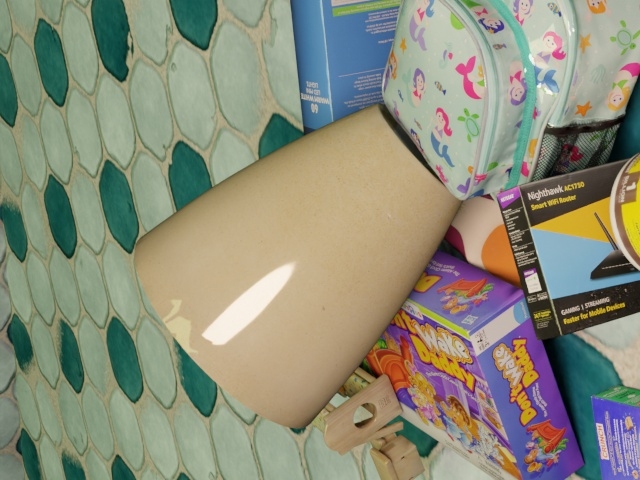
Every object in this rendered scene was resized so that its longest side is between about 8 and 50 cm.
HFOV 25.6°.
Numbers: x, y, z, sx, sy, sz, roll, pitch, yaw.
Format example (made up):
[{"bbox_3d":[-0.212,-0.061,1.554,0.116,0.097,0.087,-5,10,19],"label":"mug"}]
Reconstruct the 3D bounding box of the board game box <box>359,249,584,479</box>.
[{"bbox_3d":[0.123,0.115,1.557,0.347,0.078,0.233,28,146,55],"label":"board game box"}]

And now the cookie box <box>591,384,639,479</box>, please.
[{"bbox_3d":[0.314,0.194,1.355,0.107,0.040,0.092,8,109,61],"label":"cookie box"}]

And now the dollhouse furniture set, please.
[{"bbox_3d":[0.017,0.217,1.705,0.182,0.101,0.161,30,148,53],"label":"dollhouse furniture set"}]

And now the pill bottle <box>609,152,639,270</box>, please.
[{"bbox_3d":[0.337,-0.035,1.120,0.215,0.117,0.117,-16,89,62],"label":"pill bottle"}]

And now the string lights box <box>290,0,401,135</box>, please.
[{"bbox_3d":[0.046,-0.203,1.569,0.076,0.133,0.260,20,120,57],"label":"string lights box"}]

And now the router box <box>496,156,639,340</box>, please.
[{"bbox_3d":[0.252,0.001,1.229,0.046,0.178,0.133,-24,81,64],"label":"router box"}]

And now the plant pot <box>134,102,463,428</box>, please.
[{"bbox_3d":[0.000,0.000,1.400,0.274,0.256,0.256,-43,56,14],"label":"plant pot"}]

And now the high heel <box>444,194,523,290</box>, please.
[{"bbox_3d":[0.176,-0.006,1.522,0.244,0.117,0.082,35,93,26],"label":"high heel"}]

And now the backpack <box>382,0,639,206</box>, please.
[{"bbox_3d":[0.178,-0.171,1.294,0.225,0.191,0.254,57,144,36],"label":"backpack"}]
